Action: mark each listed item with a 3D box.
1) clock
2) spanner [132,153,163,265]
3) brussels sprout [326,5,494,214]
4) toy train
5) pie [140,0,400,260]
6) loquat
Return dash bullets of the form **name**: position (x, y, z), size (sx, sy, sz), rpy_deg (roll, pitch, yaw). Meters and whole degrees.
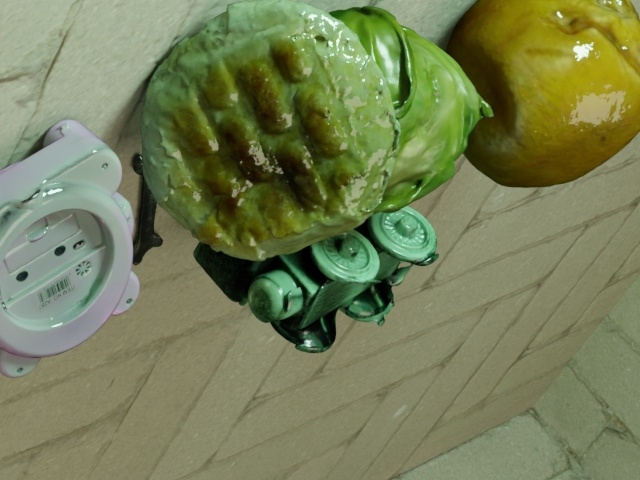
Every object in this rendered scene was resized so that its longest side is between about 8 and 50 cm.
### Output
- **clock**: position (-0.299, 0.017, 2.097), size (0.227, 0.090, 0.248), rpy_deg (-33, 139, -19)
- **spanner**: position (-0.205, -0.043, 2.345), size (0.054, 0.015, 0.254), rpy_deg (-33, 159, -24)
- **brussels sprout**: position (0.046, -0.142, 2.293), size (0.259, 0.227, 0.294), rpy_deg (0, 145, -40)
- **toy train**: position (0.000, 0.000, 2.477), size (0.299, 0.238, 0.167), rpy_deg (-21, 152, -48)
- **pie**: position (-0.055, -0.111, 2.128), size (0.306, 0.306, 0.071), rpy_deg (-50, -168, 25)
- **loquat**: position (0.298, -0.205, 2.528), size (0.276, 0.276, 0.284), rpy_deg (-23, 144, -40)
